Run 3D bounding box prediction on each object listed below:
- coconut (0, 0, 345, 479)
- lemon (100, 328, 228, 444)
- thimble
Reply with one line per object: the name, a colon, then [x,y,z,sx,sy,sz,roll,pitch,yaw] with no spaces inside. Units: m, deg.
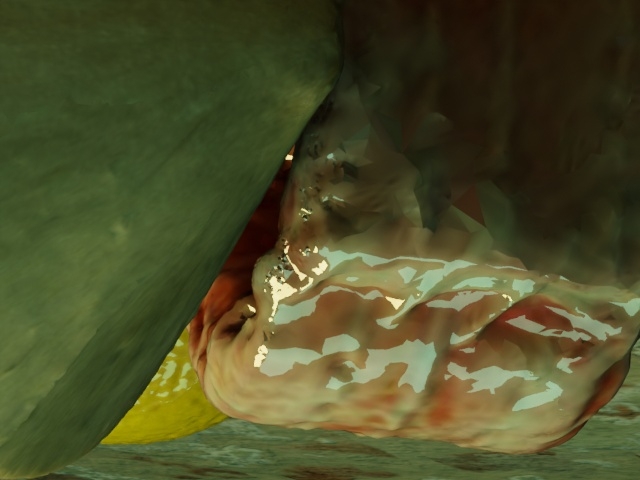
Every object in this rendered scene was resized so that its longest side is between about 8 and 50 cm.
coconut: [-0.142,-0.062,0.644,0.329,0.328,0.329,5,163,2]
lemon: [-0.090,0.014,1.007,0.244,0.187,0.187,-34,148,18]
thimble: [0.043,-0.032,0.772,0.162,0.239,0.239,10,163,-15]
